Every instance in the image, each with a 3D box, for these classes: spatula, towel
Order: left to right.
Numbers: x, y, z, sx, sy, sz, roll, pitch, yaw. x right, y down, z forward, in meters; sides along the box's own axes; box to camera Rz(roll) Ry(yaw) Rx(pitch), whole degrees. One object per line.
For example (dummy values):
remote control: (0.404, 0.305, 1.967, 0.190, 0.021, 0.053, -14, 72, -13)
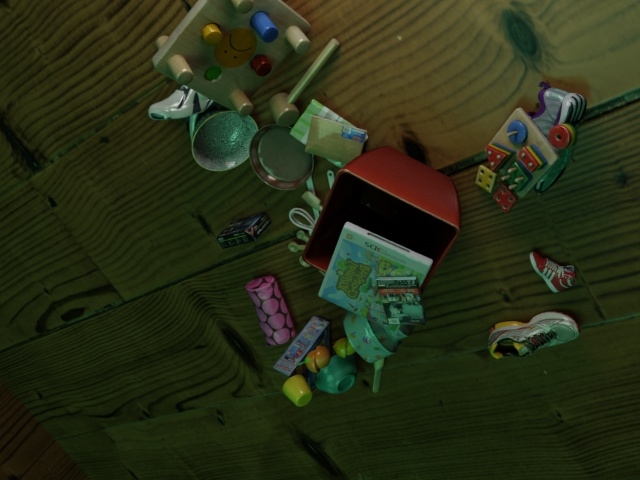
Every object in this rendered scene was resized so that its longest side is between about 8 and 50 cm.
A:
towel: (0.019, -0.244, 1.527, 0.152, 0.023, 0.113, 33, 128, -10)
spatula: (0.037, -0.073, 1.654, 0.168, 0.019, 0.242, 3, 123, 27)

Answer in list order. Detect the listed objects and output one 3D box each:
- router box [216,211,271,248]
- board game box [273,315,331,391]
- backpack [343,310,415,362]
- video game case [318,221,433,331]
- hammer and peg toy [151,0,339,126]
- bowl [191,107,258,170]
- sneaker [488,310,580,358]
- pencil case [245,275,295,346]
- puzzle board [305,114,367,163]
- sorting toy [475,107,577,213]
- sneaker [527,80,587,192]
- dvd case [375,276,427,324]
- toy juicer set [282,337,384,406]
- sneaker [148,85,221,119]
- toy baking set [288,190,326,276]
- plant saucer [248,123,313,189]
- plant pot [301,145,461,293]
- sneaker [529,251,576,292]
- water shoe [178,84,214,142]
router box: (-0.203, -0.027, 1.762, 0.122, 0.092, 0.038, -13, 115, 33)
board game box: (-0.048, 0.345, 1.868, 0.060, 0.194, 0.194, 20, 130, 30)
backpack: (0.147, 0.206, 1.680, 0.144, 0.188, 0.166, -23, 109, 37)
video game case: (0.110, 0.081, 1.407, 0.193, 0.023, 0.212, 25, 130, 6)
hammer and peg toy: (-0.141, -0.394, 1.394, 0.266, 0.361, 0.127, -45, 58, 19)
bowl: (-0.242, -0.259, 1.608, 0.080, 0.170, 0.170, 55, 143, 38)
sneaker: (0.504, 0.237, 1.579, 0.225, 0.093, 0.088, -22, 110, 36)
pencil case: (-0.146, 0.199, 1.896, 0.098, 0.095, 0.209, 13, 128, 45)
puzzle board: (0.034, -0.226, 1.514, 0.128, 0.011, 0.096, 17, 128, 3)
sorting toy: (0.385, -0.165, 1.336, 0.132, 0.046, 0.274, 59, 149, 20)
sneaker: (0.451, -0.205, 1.330, 0.098, 0.083, 0.223, 41, 140, 34)
dvd case: (0.170, 0.127, 1.388, 0.087, 0.013, 0.119, -3, 120, 26)
toy juicer set: (0.060, 0.336, 1.826, 0.089, 0.329, 0.209, 44, 122, 43)
sneaker: (-0.291, -0.365, 1.509, 0.094, 0.235, 0.153, -155, 49, -66)
toy baking set: (0.006, 0.003, 1.690, 0.197, 0.030, 0.256, 19, 130, 15)
plant saucer: (-0.091, -0.204, 1.612, 0.168, 0.029, 0.168, 9, 118, 17)
plant pot: (0.154, -0.051, 1.462, 0.267, 0.236, 0.267, 28, 130, 4)
sneaker: (0.521, 0.062, 1.483, 0.067, 0.042, 0.118, -27, 115, 42)
water shoe: (-0.309, -0.328, 1.636, 0.080, 0.073, 0.203, 29, 131, 36)
